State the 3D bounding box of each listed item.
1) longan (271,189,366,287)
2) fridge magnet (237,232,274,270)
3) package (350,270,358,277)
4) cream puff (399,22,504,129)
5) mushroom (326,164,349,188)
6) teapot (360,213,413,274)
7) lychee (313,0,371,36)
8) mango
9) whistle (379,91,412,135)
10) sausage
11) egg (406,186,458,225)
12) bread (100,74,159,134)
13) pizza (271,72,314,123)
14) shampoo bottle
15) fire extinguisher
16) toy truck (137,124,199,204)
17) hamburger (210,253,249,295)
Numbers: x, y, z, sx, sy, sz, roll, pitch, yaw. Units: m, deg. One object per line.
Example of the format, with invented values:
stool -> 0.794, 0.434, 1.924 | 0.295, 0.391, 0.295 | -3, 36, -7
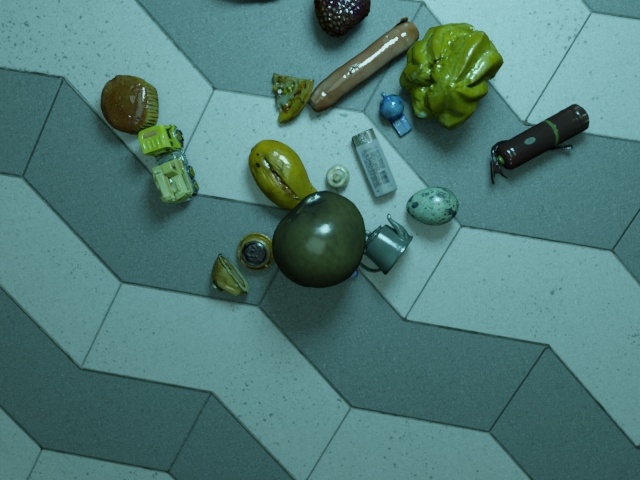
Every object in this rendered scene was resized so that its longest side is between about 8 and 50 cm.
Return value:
longan -> 0.000, 0.000, 1.333 | 0.319, 0.319, 0.319 | 0, 98, 3
fridge magnet -> -0.232, 0.043, 1.487 | 0.143, 0.063, 0.143 | 1, 102, 3
package -> 0.036, 0.066, 1.493 | 0.171, 0.027, 0.173 | -15, 92, 6
cream puff -> 0.393, -0.533, 1.271 | 0.274, 0.270, 0.323 | 29, 97, 4
mushroom -> 0.061, -0.221, 1.431 | 0.083, 0.067, 0.084 | 1, 105, 5
teapot -> 0.208, 0.019, 1.424 | 0.149, 0.162, 0.239 | 36, 128, 6
lychee -> 0.063, -0.753, 1.296 | 0.188, 0.188, 0.188 | 0, 98, 3
mango -> -0.127, -0.214, 1.415 | 0.177, 0.120, 0.295 | -39, 95, 8
whistle -> 0.250, -0.431, 1.382 | 0.090, 0.090, 0.158 | -36, 94, 7
sausage -> 0.136, -0.572, 1.363 | 0.419, 0.094, 0.094 | -34, 56, 8
egg -> 0.377, -0.116, 1.396 | 0.172, 0.132, 0.132 | 0, 98, 16
bread -> -0.657, -0.467, 1.419 | 0.199, 0.104, 0.199 | 1, 98, 5
pizza -> -0.106, -0.510, 1.389 | 0.184, 0.036, 0.176 | -33, 84, 32
shampoo bottle -> 0.186, -0.265, 1.422 | 0.086, 0.056, 0.227 | -23, 96, 8
fire extinguisher -> 0.703, -0.310, 1.361 | 0.341, 0.105, 0.141 | -29, 94, 4
toy truck -> -0.527, -0.259, 1.414 | 0.124, 0.157, 0.272 | -15, 97, 6
hamburger -> -0.343, 0.138, 1.502 | 0.102, 0.087, 0.176 | -34, 103, 19
